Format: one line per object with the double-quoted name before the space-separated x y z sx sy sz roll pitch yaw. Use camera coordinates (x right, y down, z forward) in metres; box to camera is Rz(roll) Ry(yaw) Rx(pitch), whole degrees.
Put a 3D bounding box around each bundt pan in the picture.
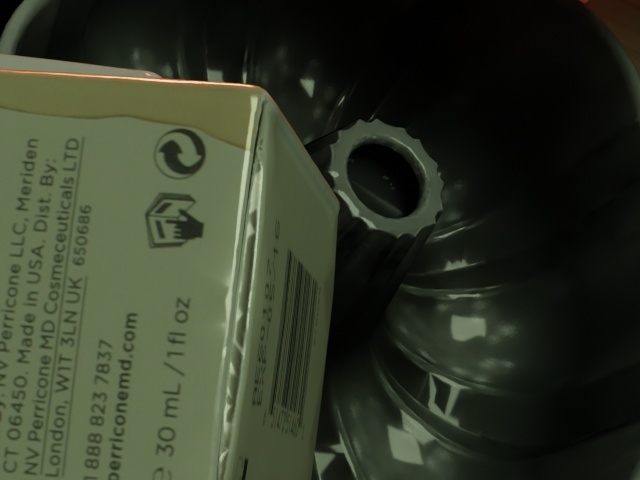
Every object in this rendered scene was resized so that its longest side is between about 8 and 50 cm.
"bundt pan" 0.000 0.000 0.704 0.331 0.124 0.330 14 59 -24

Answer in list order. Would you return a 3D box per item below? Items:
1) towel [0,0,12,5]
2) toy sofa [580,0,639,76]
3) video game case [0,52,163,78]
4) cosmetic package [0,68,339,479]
"towel" -0.127 -0.271 0.695 0.228 0.076 0.308 -43 131 -34
"toy sofa" 0.220 -0.242 0.921 0.150 0.177 0.362 21 50 -20
"video game case" -0.157 0.029 0.558 0.183 0.023 0.201 8 82 9
"cosmetic package" -0.159 0.016 0.468 0.310 0.160 0.113 6 81 7
